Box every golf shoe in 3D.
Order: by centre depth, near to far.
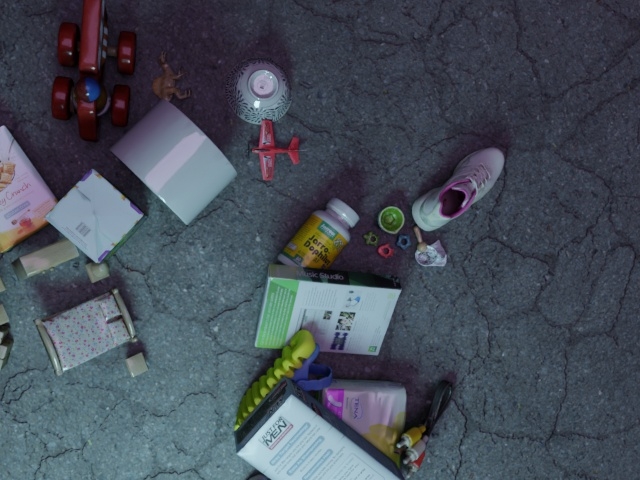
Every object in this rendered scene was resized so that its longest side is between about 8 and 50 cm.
[{"bbox_3d":[0.377,-0.134,1.835,0.306,0.140,0.115,-42,99,-15],"label":"golf shoe"}]

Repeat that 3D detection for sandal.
[{"bbox_3d":[-0.087,0.371,1.734,0.138,0.126,0.317,38,105,-15],"label":"sandal"}]

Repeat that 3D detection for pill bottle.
[{"bbox_3d":[0.000,0.000,1.773,0.117,0.117,0.208,40,83,-10],"label":"pill bottle"}]

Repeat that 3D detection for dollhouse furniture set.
[{"bbox_3d":[-0.566,0.191,1.583,0.303,0.174,0.356,-25,95,-30],"label":"dollhouse furniture set"}]

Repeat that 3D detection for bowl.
[{"bbox_3d":[-0.144,-0.373,1.755,0.170,0.080,0.170,0,92,-12],"label":"bowl"}]

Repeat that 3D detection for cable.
[{"bbox_3d":[0.277,0.480,1.810,0.287,0.072,0.139,-35,121,-39],"label":"cable"}]

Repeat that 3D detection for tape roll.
[{"bbox_3d":[-0.333,-0.178,1.636,0.246,0.246,0.169,45,83,-9],"label":"tape roll"}]

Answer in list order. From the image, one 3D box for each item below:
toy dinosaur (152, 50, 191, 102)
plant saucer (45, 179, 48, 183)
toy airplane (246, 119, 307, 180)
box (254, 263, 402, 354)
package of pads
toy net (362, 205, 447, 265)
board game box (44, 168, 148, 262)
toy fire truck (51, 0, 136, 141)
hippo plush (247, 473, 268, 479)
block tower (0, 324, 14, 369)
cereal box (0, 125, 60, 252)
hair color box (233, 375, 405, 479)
[{"bbox_3d":[-0.362,-0.361,1.733,0.092,0.053,0.183,3,83,3],"label":"toy dinosaur"},{"bbox_3d":[-0.734,-0.108,1.669,0.192,0.018,0.067,0,91,-13],"label":"plant saucer"},{"bbox_3d":[-0.110,-0.227,1.791,0.151,0.028,0.151,-1,93,-12],"label":"toy airplane"},{"bbox_3d":[0.013,0.173,1.750,0.322,0.058,0.232,5,127,-13],"label":"box"},{"bbox_3d":[0.096,0.500,1.812,0.229,0.101,0.297,4,91,-11],"label":"package of pads"},{"bbox_3d":[0.231,0.013,1.859,0.232,0.045,0.122,33,84,-11],"label":"toy net"},{"bbox_3d":[-0.484,-0.052,1.590,0.144,0.275,0.142,43,83,-9],"label":"board game box"},{"bbox_3d":[-0.507,-0.377,1.589,0.169,0.254,0.302,6,90,-12],"label":"toy fire truck"},{"bbox_3d":[-0.117,0.730,1.703,0.294,0.236,0.234,36,84,-10],"label":"hippo plush"},{"bbox_3d":[-0.870,0.202,1.610,0.335,0.097,0.091,17,88,-13],"label":"block tower"},{"bbox_3d":[-0.721,-0.117,1.637,0.173,0.047,0.240,-35,98,-10],"label":"cereal box"},{"bbox_3d":[0.001,0.507,1.666,0.374,0.113,0.185,41,93,-17],"label":"hair color box"}]
